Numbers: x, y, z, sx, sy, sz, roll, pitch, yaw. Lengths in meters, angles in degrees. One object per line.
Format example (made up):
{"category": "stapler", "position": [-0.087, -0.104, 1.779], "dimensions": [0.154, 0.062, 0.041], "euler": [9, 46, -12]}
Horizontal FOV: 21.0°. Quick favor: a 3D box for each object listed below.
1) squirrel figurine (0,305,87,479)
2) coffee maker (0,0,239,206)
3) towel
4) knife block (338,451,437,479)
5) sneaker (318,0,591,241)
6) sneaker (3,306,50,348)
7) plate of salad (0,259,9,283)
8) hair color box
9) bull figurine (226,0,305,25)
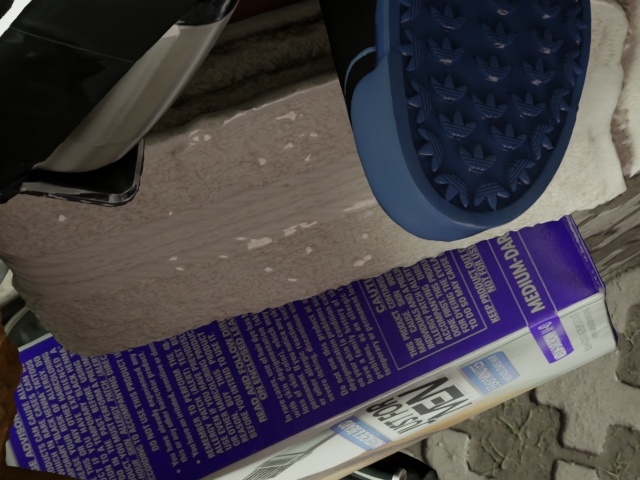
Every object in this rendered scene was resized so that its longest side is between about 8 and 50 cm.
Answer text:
{"category": "squirrel figurine", "position": [-0.132, 0.177, 0.601], "dimensions": [0.281, 0.397, 0.370], "euler": [-43, -177, -9]}
{"category": "coffee maker", "position": [-0.080, -0.095, 0.513], "dimensions": [0.171, 0.120, 0.178], "euler": [-19, 162, -47]}
{"category": "towel", "position": [0.001, -0.030, 0.705], "dimensions": [0.282, 0.049, 0.187], "euler": [-18, 154, 2]}
{"category": "knife block", "position": [-0.028, 0.146, 1.387], "dimensions": [0.088, 0.242, 0.276], "euler": [-22, 165, -40]}
{"category": "sneaker", "position": [0.032, -0.098, 0.583], "dimensions": [0.081, 0.232, 0.090], "euler": [18, 151, -27]}
{"category": "sneaker", "position": [-0.207, 0.112, 1.137], "dimensions": [0.385, 0.145, 0.147], "euler": [-30, -160, -21]}
{"category": "plate of salad", "position": [-0.242, 0.036, 0.822], "dimensions": [0.200, 0.048, 0.200], "euler": [-26, 165, -7]}
{"category": "hair color box", "position": [-0.022, 0.071, 0.891], "dimensions": [0.339, 0.110, 0.185], "euler": [-24, 165, 7]}
{"category": "bull figurine", "position": [-0.023, -0.080, 0.791], "dimensions": [0.188, 0.101, 0.310], "euler": [-31, 172, -25]}
